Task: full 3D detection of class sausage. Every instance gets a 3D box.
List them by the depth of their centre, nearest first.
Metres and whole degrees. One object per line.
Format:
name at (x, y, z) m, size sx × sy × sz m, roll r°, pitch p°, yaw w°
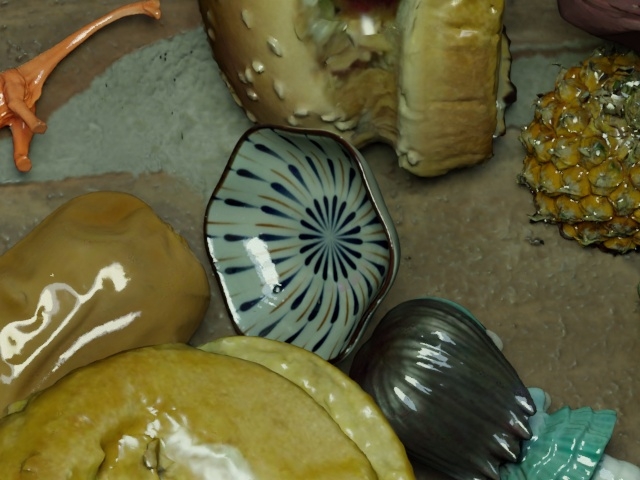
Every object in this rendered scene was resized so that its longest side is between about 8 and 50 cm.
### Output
sausage at (-0.196, 0.068, 1.313) m, size 0.241 × 0.120 × 0.136 m, roll -38°, pitch 66°, yaw -12°

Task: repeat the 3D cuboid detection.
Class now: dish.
dish at (0.000, 0.000, 1.342) m, size 0.066 × 0.191 × 0.190 m, roll -8°, pitch 67°, yaw -48°

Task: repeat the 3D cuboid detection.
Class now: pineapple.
pineapple at (0.243, -0.083, 1.363) m, size 0.176 × 0.137 × 0.161 m, roll 4°, pitch 72°, yaw 0°

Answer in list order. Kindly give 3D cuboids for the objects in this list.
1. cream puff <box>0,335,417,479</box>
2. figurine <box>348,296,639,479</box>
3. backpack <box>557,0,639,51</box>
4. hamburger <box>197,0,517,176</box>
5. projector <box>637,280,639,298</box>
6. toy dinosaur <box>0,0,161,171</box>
cream puff at (-0.099, 0.230, 1.204) m, size 0.327 × 0.231 × 0.343 m, roll 25°, pitch 46°, yaw 4°
figurine at (0.125, 0.146, 1.308) m, size 0.245 × 0.110 × 0.138 m, roll 35°, pitch 87°, yaw 2°
backpack at (0.309, -0.248, 1.341) m, size 0.283 × 0.197 × 0.317 m, roll 16°, pitch 42°, yaw 21°
hamburger at (0.025, -0.296, 1.353) m, size 0.268 × 0.287 × 0.445 m, roll 1°, pitch 70°, yaw 1°
projector at (0.375, 0.028, 1.309) m, size 0.270 × 0.193 × 0.088 m, roll -25°, pitch 110°, yaw 10°
toy dinosaur at (-0.242, -0.106, 1.400) m, size 0.280 × 0.055 × 0.101 m, roll -24°, pitch 52°, yaw -6°
